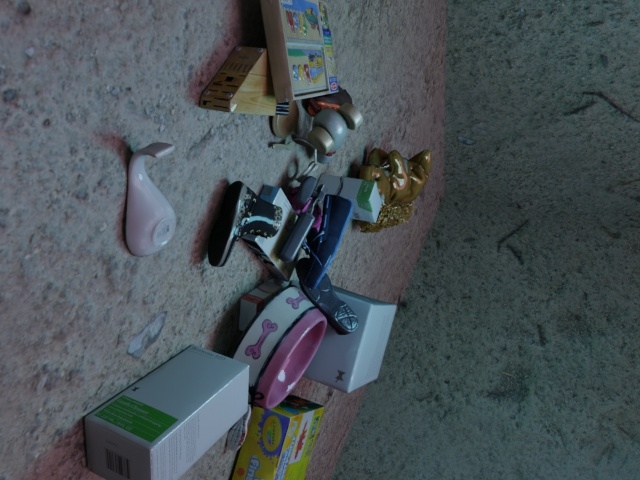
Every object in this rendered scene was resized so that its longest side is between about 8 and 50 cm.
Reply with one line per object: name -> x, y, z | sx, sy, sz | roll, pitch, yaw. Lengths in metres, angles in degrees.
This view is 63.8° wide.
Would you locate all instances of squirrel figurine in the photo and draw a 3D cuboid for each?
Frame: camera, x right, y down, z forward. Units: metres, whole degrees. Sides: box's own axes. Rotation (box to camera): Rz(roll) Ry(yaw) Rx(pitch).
squirrel figurine -> 0.281, -0.204, 2.261 | 0.370, 0.280, 0.398 | -32, 130, -50

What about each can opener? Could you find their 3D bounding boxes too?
can opener -> -0.070, -0.071, 1.622 | 0.284, 0.095, 0.076 | -63, -168, -17

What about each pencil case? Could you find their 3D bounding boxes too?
pencil case -> -0.048, -0.100, 1.775 | 0.098, 0.095, 0.209 | -54, 151, -11

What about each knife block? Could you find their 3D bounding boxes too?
knife block -> -0.170, -0.359, 1.326 | 0.276, 0.088, 0.242 | -65, 154, -27

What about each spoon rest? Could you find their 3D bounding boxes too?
spoon rest -> -0.359, -0.085, 1.088 | 0.137, 0.084, 0.277 | -43, 155, -50

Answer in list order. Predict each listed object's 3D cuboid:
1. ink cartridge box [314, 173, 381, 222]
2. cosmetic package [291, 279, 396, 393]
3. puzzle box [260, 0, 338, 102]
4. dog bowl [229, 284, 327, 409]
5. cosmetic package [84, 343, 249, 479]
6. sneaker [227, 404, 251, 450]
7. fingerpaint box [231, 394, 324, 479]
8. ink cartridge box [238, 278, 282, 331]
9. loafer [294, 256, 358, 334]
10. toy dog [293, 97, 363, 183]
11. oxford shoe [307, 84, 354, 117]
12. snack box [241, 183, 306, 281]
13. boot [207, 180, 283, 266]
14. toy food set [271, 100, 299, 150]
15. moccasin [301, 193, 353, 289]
ink cartridge box -> 0.103, -0.158, 1.922 | 0.160, 0.219, 0.093 | 65, 42, -58
cosmetic package -> 0.065, 0.358, 1.994 | 0.393, 0.329, 0.328 | 18, 88, -68
puzzle box -> -0.045, -0.531, 1.415 | 0.409, 0.052, 0.273 | -47, 132, -63
dog bowl -> -0.129, 0.353, 1.638 | 0.408, 0.150, 0.408 | -52, 162, -24
cosmetic package -> -0.349, 0.417, 1.236 | 0.365, 0.196, 0.155 | -34, 133, -60
sneaker -> -0.264, 0.634, 1.744 | 0.065, 0.061, 0.158 | 55, 54, -69
fingerpaint box -> -0.172, 0.836, 1.941 | 0.371, 0.163, 0.446 | 29, 76, -68
ink cartridge box -> -0.181, 0.209, 1.668 | 0.198, 0.067, 0.116 | -33, 133, -59
loafer -> 0.004, 0.199, 1.746 | 0.109, 0.303, 0.095 | -34, 173, -37
toy dog -> -0.002, -0.345, 1.627 | 0.220, 0.161, 0.333 | -40, 180, -32
oxford shoe -> 0.027, -0.478, 1.751 | 0.271, 0.096, 0.099 | -22, 98, -62
snack box -> -0.137, -0.014, 1.648 | 0.187, 0.060, 0.322 | -67, 156, -20
boot -> -0.198, -0.023, 1.400 | 0.178, 0.085, 0.237 | 27, 74, -45
toy food set -> -0.109, -0.369, 1.545 | 0.132, 0.038, 0.192 | -15, 123, -57
moccasin -> 0.000, 0.000, 1.703 | 0.138, 0.116, 0.342 | 124, -11, -59
